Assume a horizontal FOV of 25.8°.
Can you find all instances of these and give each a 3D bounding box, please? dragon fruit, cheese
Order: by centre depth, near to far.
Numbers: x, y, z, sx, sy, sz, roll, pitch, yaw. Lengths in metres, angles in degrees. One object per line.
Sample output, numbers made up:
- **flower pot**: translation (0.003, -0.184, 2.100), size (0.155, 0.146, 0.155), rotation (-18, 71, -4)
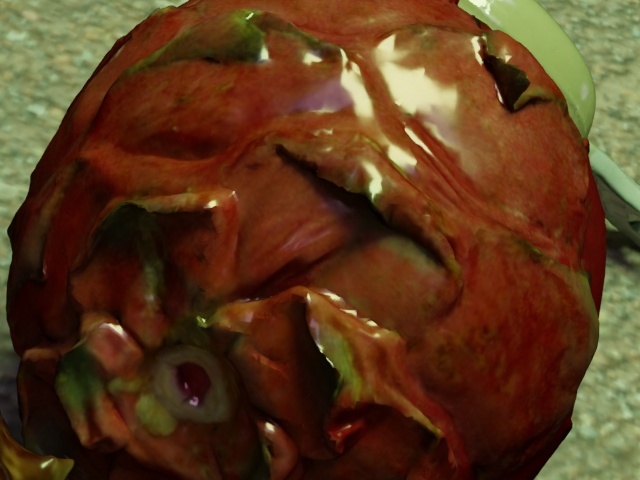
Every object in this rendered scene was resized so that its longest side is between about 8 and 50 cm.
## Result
- **dragon fruit**: translation (-0.005, 0.008, 0.544), size (0.241, 0.241, 0.252), rotation (2, 23, -16)
- **cheese**: translation (0.099, -0.065, 0.707), size (0.227, 0.137, 0.064), rotation (40, 79, -10)

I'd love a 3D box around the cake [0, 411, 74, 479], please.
- **cake**: translation (-0.214, 0.118, 0.402), size (0.293, 0.196, 0.199), rotation (-3, 56, -17)
